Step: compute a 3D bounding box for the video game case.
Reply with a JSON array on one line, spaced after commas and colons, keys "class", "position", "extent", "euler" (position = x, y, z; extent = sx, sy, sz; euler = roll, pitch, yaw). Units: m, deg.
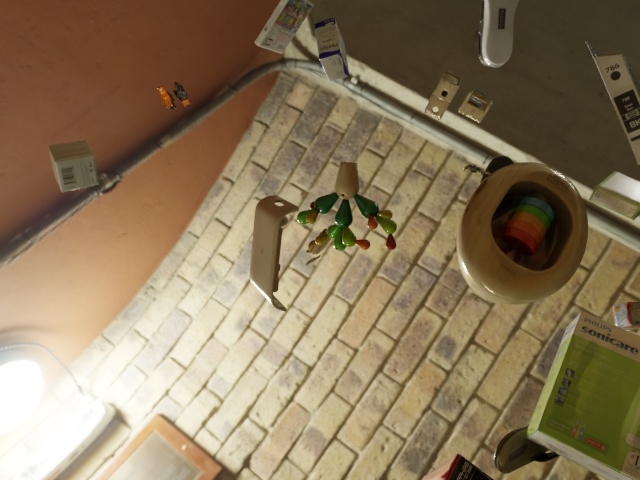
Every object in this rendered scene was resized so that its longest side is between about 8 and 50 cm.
[{"class": "video game case", "position": [-0.108, -0.664, 1.628], "extent": [0.183, 0.023, 0.201], "euler": [-51, -5, 20]}]

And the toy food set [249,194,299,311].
[{"class": "toy food set", "position": [-0.129, 0.032, 1.575], "extent": [0.092, 0.220, 0.306], "euler": [0, -76, -24]}]

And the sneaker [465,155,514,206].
[{"class": "sneaker", "position": [0.542, -0.137, 1.706], "extent": [0.178, 0.124, 0.295], "euler": [-78, -6, -69]}]

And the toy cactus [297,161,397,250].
[{"class": "toy cactus", "position": [0.059, -0.068, 1.084], "extent": [0.112, 0.219, 0.180], "euler": [-9, -74, -53]}]

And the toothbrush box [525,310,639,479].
[{"class": "toothbrush box", "position": [0.587, 0.326, 1.115], "extent": [0.283, 0.206, 0.122], "euler": [-60, -19, -19]}]

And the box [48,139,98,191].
[{"class": "box", "position": [-0.670, -0.203, 1.451], "extent": [0.102, 0.087, 0.101], "euler": [-18, -43, -29]}]

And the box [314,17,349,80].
[{"class": "box", "position": [0.037, -0.601, 1.688], "extent": [0.126, 0.072, 0.137], "euler": [45, -145, -66]}]

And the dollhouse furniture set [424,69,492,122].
[{"class": "dollhouse furniture set", "position": [0.470, -0.468, 1.818], "extent": [0.129, 0.184, 0.129], "euler": [-63, -3, 34]}]

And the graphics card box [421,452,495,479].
[{"class": "graphics card box", "position": [0.408, 0.662, 1.207], "extent": [0.094, 0.371, 0.232], "euler": [-47, -15, -36]}]

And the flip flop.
[{"class": "flip flop", "position": [0.507, 0.447, 1.198], "extent": [0.277, 0.080, 0.112], "euler": [-16, -74, -27]}]

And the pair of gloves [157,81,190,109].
[{"class": "pair of gloves", "position": [-0.414, -0.407, 1.508], "extent": [0.010, 0.083, 0.074], "euler": [-70, -35, -51]}]

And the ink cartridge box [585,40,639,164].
[{"class": "ink cartridge box", "position": [0.761, -0.346, 1.318], "extent": [0.065, 0.332, 0.165], "euler": [-25, -9, 36]}]

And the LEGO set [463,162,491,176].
[{"class": "LEGO set", "position": [0.372, -0.170, 1.268], "extent": [0.083, 0.054, 0.023], "euler": [-15, -50, -49]}]

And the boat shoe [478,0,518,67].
[{"class": "boat shoe", "position": [0.364, -0.471, 1.093], "extent": [0.076, 0.080, 0.228], "euler": [-118, 28, -76]}]

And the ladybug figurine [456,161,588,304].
[{"class": "ladybug figurine", "position": [0.495, -0.015, 1.341], "extent": [0.449, 0.305, 0.162], "euler": [-46, -9, -28]}]

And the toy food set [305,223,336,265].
[{"class": "toy food set", "position": [0.000, 0.000, 2.018], "extent": [0.192, 0.038, 0.132], "euler": [-59, -15, 26]}]

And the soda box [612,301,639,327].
[{"class": "soda box", "position": [0.799, 0.181, 1.271], "extent": [0.063, 0.183, 0.058], "euler": [117, 155, -72]}]

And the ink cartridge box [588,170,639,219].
[{"class": "ink cartridge box", "position": [0.847, -0.096, 1.388], "extent": [0.171, 0.235, 0.056], "euler": [-25, -42, -44]}]
